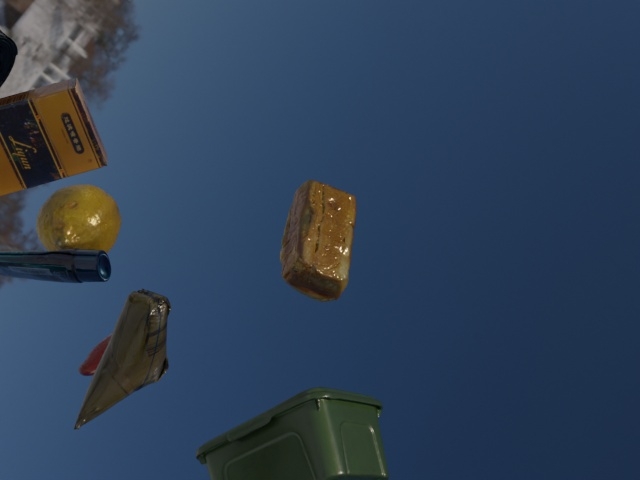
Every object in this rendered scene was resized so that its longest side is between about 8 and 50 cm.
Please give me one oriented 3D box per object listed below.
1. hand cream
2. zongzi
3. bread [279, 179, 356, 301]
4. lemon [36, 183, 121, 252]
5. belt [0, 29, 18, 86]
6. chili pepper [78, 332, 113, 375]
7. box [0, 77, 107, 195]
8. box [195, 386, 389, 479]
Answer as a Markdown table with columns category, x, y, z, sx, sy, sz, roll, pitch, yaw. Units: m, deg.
| category | x | y | z | sx | sy | sz | roll | pitch | yaw |
| --- | --- | --- | --- | --- | --- | --- | --- | --- | --- |
| hand cream | -0.534 | 0.047 | 1.418 | 0.120 | 0.271 | 0.061 | 84 | 6 | -73 |
| zongzi | -0.479 | 0.273 | 1.805 | 0.289 | 0.123 | 0.260 | -34 | 141 | -53 |
| bread | 0.000 | 0.000 | 1.856 | 0.132 | 0.167 | 0.294 | -36 | -145 | 43 |
| lemon | -0.569 | -0.040 | 1.806 | 0.188 | 0.188 | 0.256 | -43 | -170 | 15 |
| belt | -0.635 | -0.303 | 1.345 | 0.198 | 0.078 | 0.151 | -47 | 168 | -9 |
| chili pepper | -0.566 | 0.297 | 2.148 | 0.253 | 0.136 | 0.144 | -30 | -140 | -15 |
| box | -0.506 | -0.172 | 1.311 | 0.237 | 0.152 | 0.070 | -15 | -149 | -3 |
| box | -0.043 | 0.421 | 1.452 | 0.329 | 0.253 | 0.177 | -34 | -124 | 25 |
